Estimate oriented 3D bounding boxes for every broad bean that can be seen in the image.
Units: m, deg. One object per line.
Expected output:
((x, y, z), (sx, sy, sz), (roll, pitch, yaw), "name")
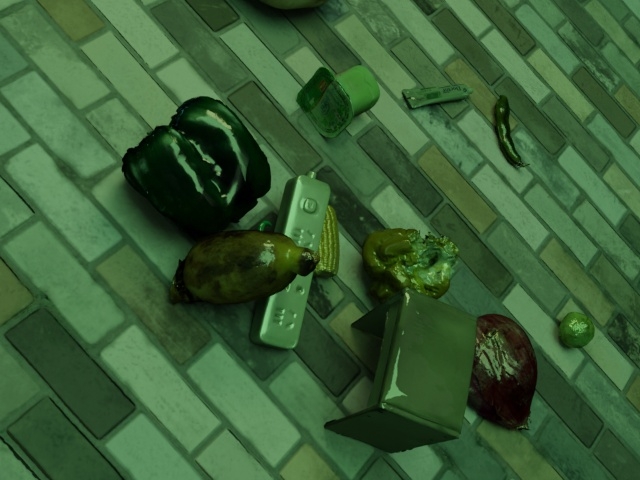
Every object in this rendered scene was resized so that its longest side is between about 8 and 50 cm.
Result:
((0.511, -0.299, 1.971), (0.069, 0.039, 0.226), (-5, 72, -21), "broad bean")

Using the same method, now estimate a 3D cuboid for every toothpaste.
((0.318, -0.388, 1.916), (0.218, 0.041, 0.064), (-12, 64, -27), "toothpaste")

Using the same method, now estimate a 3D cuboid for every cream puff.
((0.183, 0.066, 1.589), (0.221, 0.195, 0.194), (15, 63, -33), "cream puff")

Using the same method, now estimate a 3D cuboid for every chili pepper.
((-0.241, -0.139, 1.432), (0.248, 0.233, 0.256), (-43, 94, -16), "chili pepper")

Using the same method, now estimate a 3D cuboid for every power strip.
((-0.057, 0.033, 1.495), (0.091, 0.062, 0.385), (18, 75, -23), "power strip")

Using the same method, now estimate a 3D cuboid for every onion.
((0.418, 0.297, 1.627), (0.227, 0.120, 0.283), (-25, 82, -27), "onion")

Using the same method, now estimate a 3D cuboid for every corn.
((0.000, 0.000, 1.580), (0.085, 0.063, 0.165), (11, 66, -34), "corn")

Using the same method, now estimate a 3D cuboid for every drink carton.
((0.057, -0.341, 1.714), (0.142, 0.146, 0.144), (-31, 85, -41), "drink carton")

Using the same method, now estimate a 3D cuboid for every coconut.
((0.637, 0.219, 1.786), (0.088, 0.088, 0.096), (46, 65, -2), "coconut")

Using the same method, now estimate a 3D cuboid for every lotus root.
((-0.146, 0.047, 1.379), (0.169, 0.314, 0.141), (0, 80, -71), "lotus root")

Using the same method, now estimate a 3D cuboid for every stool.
((0.158, 0.263, 1.425), (0.170, 0.270, 0.243), (24, 60, -14), "stool")

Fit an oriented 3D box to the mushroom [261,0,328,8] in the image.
((-0.048, -0.726, 1.707), (0.315, 0.336, 0.314), (15, 60, -29), "mushroom")

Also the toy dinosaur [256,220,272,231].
((-0.126, 0.020, 1.521), (0.096, 0.059, 0.132), (16, 71, -29), "toy dinosaur")
